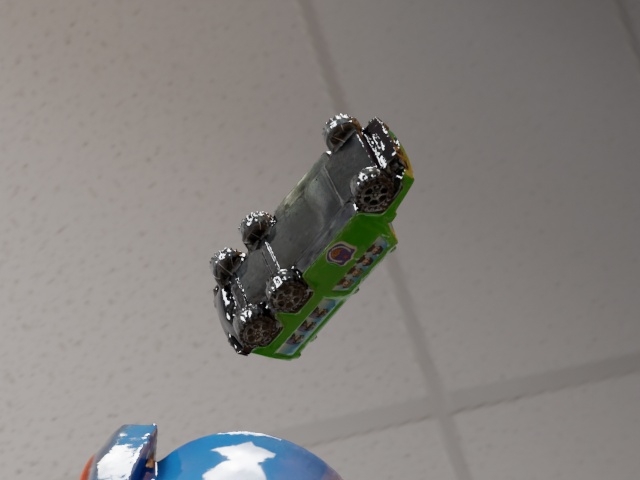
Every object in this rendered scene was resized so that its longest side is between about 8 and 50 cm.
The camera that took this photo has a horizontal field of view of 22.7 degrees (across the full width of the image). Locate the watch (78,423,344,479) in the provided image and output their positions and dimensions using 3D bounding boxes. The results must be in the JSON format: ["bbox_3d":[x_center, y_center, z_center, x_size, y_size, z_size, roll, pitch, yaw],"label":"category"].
[{"bbox_3d":[-0.099,0.334,1.418,0.274,0.305,0.241,8,-156,4],"label":"watch"}]

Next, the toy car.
[{"bbox_3d":[0.000,0.000,0.974,0.062,0.165,0.071,24,-154,-37],"label":"toy car"}]
